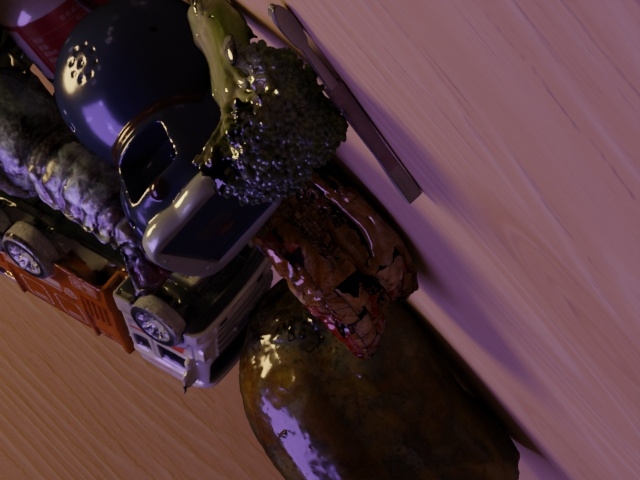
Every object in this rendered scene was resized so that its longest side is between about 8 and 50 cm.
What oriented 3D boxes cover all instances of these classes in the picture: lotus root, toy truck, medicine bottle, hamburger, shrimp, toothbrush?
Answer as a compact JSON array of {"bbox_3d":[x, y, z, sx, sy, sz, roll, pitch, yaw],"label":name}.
[{"bbox_3d":[0.053,0.193,1.852,0.346,0.250,0.250,53,173,-18],"label":"lotus root"},{"bbox_3d":[-0.238,0.024,1.928,0.387,0.173,0.207,28,151,24],"label":"toy truck"},{"bbox_3d":[-0.245,-0.224,1.672,0.250,0.131,0.131,51,174,-37],"label":"medicine bottle"},{"bbox_3d":[0.000,0.000,1.518,0.231,0.107,0.231,46,179,1],"label":"hamburger"},{"bbox_3d":[-0.311,-0.100,1.794,0.410,0.221,0.166,33,155,25],"label":"shrimp"},{"bbox_3d":[0.018,-0.095,1.162,0.194,0.014,0.017,51,173,-32],"label":"toothbrush"}]

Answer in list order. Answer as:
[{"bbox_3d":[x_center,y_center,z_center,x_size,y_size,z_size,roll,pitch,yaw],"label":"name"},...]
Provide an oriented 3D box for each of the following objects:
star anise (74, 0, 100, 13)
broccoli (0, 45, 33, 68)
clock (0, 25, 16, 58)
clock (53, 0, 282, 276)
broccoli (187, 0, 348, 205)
[{"bbox_3d":[-0.139,-0.152,1.582,0.234,0.073,0.177,23,-153,-54],"label":"star anise"},{"bbox_3d":[-0.429,-0.267,1.977,0.304,0.321,0.283,176,87,-74],"label":"broccoli"},{"bbox_3d":[-0.466,-0.306,1.645,0.386,0.076,0.386,39,-154,-23],"label":"clock"},{"bbox_3d":[-0.131,-0.104,1.419,0.146,0.199,0.243,4,-132,-49],"label":"clock"},{"bbox_3d":[-0.055,-0.120,1.220,0.122,0.118,0.204,14,-145,-38],"label":"broccoli"}]
